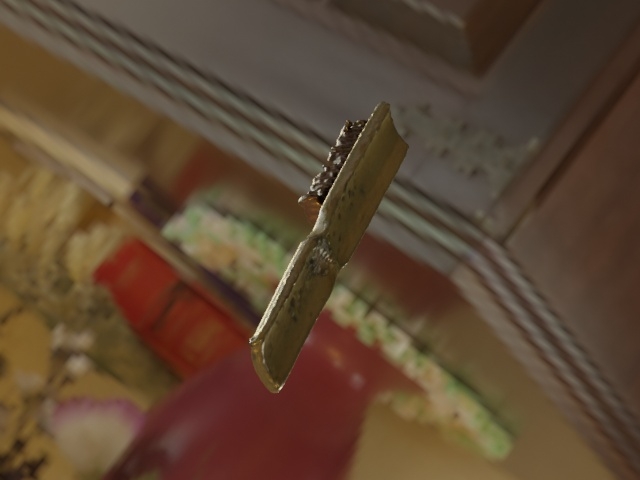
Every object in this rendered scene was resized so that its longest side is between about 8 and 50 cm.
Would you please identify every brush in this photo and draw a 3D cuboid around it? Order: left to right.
[{"bbox_3d":[0.000,0.000,1.154,0.036,0.248,0.043,-12,120,29],"label":"brush"}]
